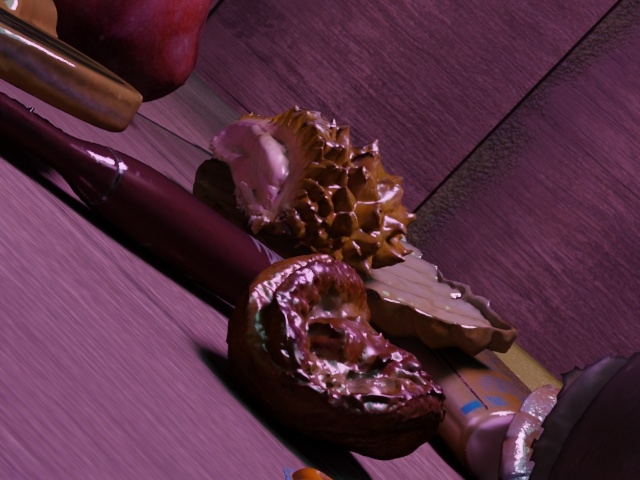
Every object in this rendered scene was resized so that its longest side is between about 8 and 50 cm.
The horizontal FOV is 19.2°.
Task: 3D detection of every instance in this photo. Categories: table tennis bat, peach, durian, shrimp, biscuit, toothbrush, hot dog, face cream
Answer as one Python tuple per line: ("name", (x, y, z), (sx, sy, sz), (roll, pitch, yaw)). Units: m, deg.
("table tennis bat", (-0.178, -0.115, 0.971), (0.198, 0.050, 0.321), (31, 5, -4))
("peach", (-0.152, -0.182, 1.462), (0.152, 0.152, 0.152), (43, 3, -3))
("durian", (-0.011, -0.056, 1.279), (0.140, 0.078, 0.224), (8, 23, -33))
("shrimp", (0.188, 0.174, 1.223), (0.195, 0.035, 0.148), (45, 37, -19))
("biscuit", (0.000, 0.000, 1.319), (0.187, 0.036, 0.273), (13, 20, -34))
("toothbrush", (-0.077, -0.009, 0.934), (0.041, 0.041, 0.364), (45, 5, 36))
("hot dog", (0.007, 0.057, 0.863), (0.099, 0.065, 0.147), (55, 5, 21))
("face cream", (0.085, 0.088, 1.361), (0.139, 0.067, 0.285), (34, 9, -36))

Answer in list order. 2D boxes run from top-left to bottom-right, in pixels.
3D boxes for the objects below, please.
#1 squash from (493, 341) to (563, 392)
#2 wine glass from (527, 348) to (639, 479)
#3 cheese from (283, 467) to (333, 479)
("squash", (0.171, 0.156, 1.413), (0.094, 0.094, 0.341), (41, 1, -36))
("wine glass", (0.204, 0.137, 0.815), (0.238, 0.238, 0.323), (43, 0, -1))
("cheese", (0.018, 0.111, 0.707), (0.047, 0.017, 0.111), (49, 6, 40))
